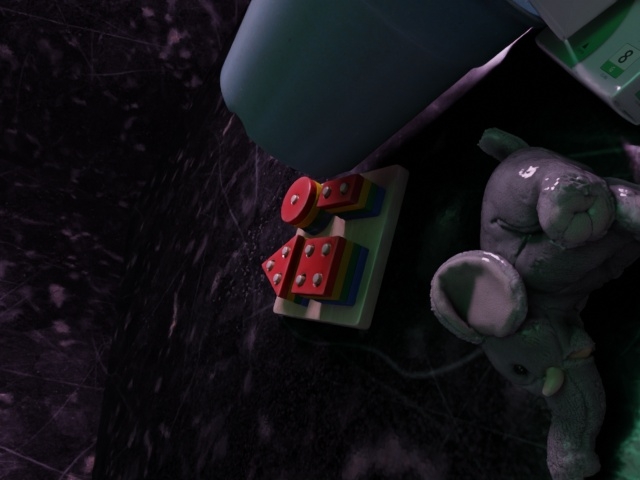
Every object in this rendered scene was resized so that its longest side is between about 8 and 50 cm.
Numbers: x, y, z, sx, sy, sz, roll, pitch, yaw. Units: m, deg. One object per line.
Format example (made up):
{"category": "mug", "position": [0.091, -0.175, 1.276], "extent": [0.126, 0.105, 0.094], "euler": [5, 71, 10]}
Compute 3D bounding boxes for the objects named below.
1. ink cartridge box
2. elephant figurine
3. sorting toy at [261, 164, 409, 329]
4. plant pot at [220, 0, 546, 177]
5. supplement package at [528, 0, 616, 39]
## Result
{"category": "ink cartridge box", "position": [0.341, -0.242, 0.452], "extent": [0.224, 0.056, 0.181], "euler": [-49, 26, 30]}
{"category": "elephant figurine", "position": [0.187, 0.051, 0.422], "extent": [0.186, 0.169, 0.239], "euler": [-64, -5, -67]}
{"category": "sorting toy", "position": [0.000, 0.000, 0.790], "extent": [0.255, 0.089, 0.257], "euler": [-5, 65, 56]}
{"category": "plant pot", "position": [0.049, -0.282, 0.635], "extent": [0.334, 0.341, 0.341], "euler": [-43, 37, 41]}
{"category": "supplement package", "position": [0.268, -0.389, 0.507], "extent": [0.177, 0.175, 0.293], "euler": [-37, 26, 39]}
